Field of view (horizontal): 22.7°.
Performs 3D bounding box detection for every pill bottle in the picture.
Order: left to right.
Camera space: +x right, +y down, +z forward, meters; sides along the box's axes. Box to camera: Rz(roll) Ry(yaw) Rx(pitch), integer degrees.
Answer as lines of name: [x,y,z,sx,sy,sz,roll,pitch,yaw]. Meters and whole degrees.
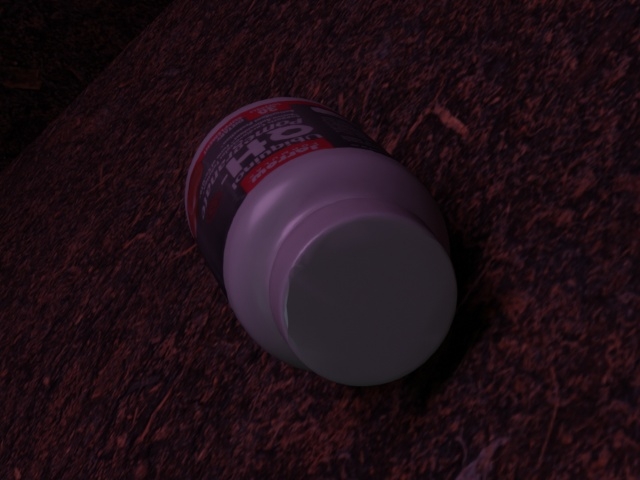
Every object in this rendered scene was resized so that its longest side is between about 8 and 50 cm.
pill bottle: [0.000,0.000,1.257,0.176,0.176,0.318,-52,20,5]
